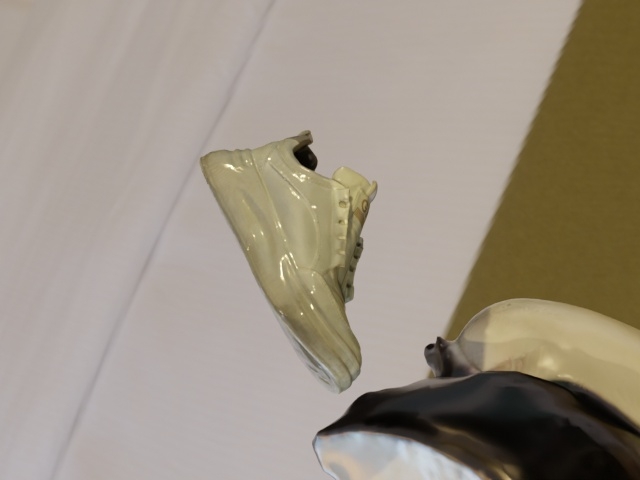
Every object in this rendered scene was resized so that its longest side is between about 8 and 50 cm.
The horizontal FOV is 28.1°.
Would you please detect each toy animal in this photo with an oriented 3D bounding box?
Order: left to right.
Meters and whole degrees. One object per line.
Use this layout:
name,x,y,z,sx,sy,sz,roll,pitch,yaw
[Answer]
toy animal,0.147,0.174,0.832,0.251,0.310,0.251,11,110,34

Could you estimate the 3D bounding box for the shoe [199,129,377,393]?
shoe,0.000,0.000,1.284,0.159,0.124,0.316,-29,57,-5
